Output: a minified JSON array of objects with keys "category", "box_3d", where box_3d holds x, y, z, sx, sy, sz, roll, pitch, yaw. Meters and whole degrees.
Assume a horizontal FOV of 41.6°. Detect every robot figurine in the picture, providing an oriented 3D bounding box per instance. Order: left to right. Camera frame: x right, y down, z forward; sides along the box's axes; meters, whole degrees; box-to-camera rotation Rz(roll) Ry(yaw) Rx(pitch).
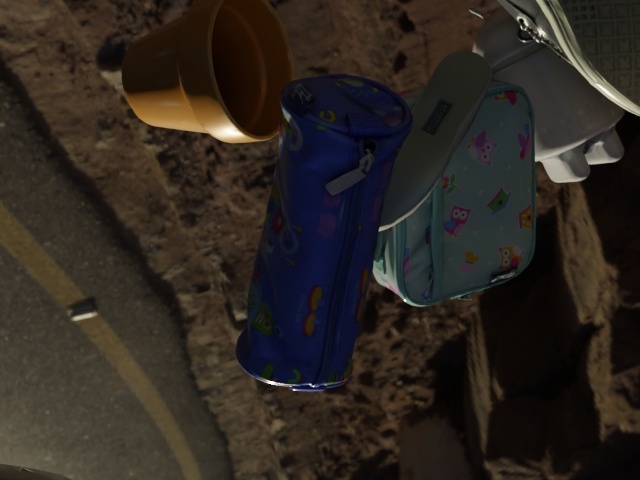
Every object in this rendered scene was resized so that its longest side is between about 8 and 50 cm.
[{"category":"robot figurine","box_3d":[0.397,-0.278,1.477,0.299,0.354,0.200,-30,-174,-10]}]

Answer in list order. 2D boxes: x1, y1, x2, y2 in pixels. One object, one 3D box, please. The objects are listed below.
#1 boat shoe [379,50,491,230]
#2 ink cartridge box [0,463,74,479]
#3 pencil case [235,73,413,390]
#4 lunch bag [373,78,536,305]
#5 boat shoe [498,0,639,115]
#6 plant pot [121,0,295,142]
[{"category":"boat shoe","box_3d":[0.109,-0.095,0.894,0.228,0.079,0.081,-54,163,-12]},{"category":"ink cartridge box","box_3d":[-0.068,0.156,0.259,0.176,0.128,0.127,17,167,18]},{"category":"pencil case","box_3d":[0.000,0.000,0.778,0.119,0.133,0.306,3,119,-17]},{"category":"lunch bag","box_3d":[0.162,-0.056,1.070,0.223,0.108,0.279,-16,113,-25]},{"category":"boat shoe","box_3d":[0.377,-0.388,1.292,0.187,0.500,0.156,-48,-175,1]},{"category":"plant pot","box_3d":[-0.168,-0.234,1.184,0.187,0.205,0.205,-2,165,30]}]
